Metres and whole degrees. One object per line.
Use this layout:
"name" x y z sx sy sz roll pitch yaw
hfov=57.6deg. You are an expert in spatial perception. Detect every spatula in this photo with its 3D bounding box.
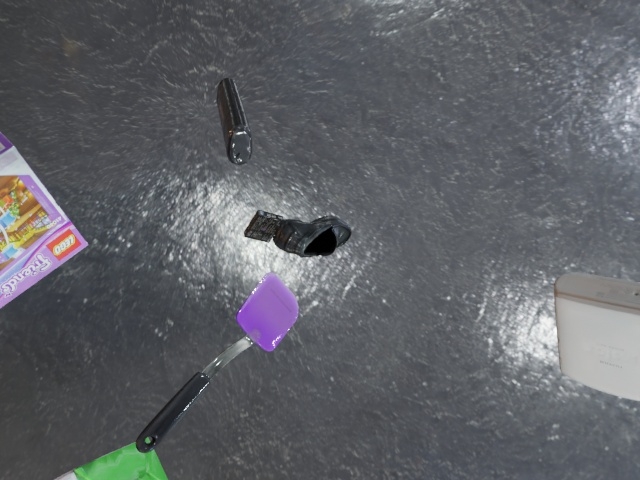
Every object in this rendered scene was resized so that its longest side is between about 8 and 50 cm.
"spatula" -0.140 0.174 0.807 0.296 0.030 0.084 -46 111 -15

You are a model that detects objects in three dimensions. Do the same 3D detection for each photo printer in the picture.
"photo printer" 0.657 0.227 1.292 0.107 0.256 0.307 -47 133 -34

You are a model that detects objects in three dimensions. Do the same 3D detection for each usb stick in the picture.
"usb stick" -0.161 -0.225 1.069 0.045 0.278 0.077 -4 123 -12

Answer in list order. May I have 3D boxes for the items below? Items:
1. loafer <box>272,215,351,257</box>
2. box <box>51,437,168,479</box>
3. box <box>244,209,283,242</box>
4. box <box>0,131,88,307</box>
"loafer" 0.000 0.000 1.083 0.078 0.223 0.076 35 109 25
"box" -0.425 0.465 1.000 0.231 0.262 0.126 -30 79 3
"box" -0.134 -0.032 1.376 0.067 0.018 0.083 14 134 -26
"box" -0.470 0.022 0.729 0.293 0.057 0.201 -40 147 -20
